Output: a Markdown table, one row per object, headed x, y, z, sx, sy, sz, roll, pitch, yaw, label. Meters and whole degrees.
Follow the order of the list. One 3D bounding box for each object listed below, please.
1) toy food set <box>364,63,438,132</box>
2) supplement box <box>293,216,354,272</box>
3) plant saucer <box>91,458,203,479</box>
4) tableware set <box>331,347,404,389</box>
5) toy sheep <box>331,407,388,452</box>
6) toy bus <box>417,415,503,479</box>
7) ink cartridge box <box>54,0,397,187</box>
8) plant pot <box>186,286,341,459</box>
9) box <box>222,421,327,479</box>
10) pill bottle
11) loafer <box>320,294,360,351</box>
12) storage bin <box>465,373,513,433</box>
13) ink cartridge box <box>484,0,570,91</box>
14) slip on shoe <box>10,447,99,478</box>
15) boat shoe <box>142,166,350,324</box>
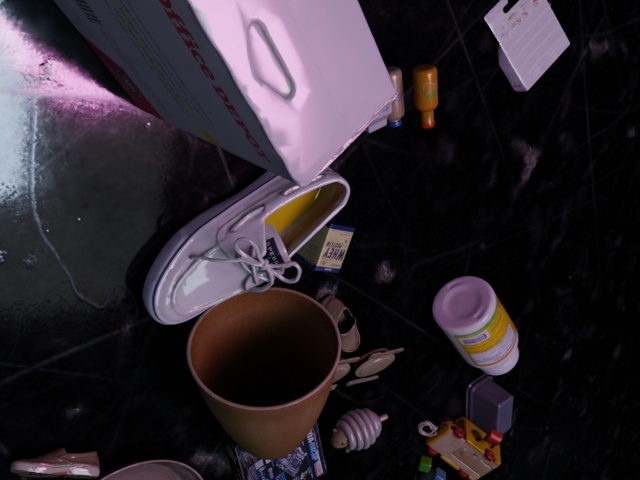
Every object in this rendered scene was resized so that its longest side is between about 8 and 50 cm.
| x | y | z | sx | sy | sz | roll | pitch | yaw | label |
| --- | --- | --- | --- | --- | --- | --- | --- | --- | --- |
| 0.082 | -0.207 | 1.213 | 0.232 | 0.111 | 0.104 | -30 | 127 | -30 | toy food set |
| 0.000 | 0.000 | 1.264 | 0.056 | 0.083 | 0.083 | 9 | 106 | -42 | supplement box |
| -0.331 | 0.491 | 1.245 | 0.311 | 0.050 | 0.310 | -18 | 121 | -34 | plant saucer |
| 0.056 | 0.241 | 1.451 | 0.194 | 0.039 | 0.128 | -6 | 146 | -33 | tableware set |
| 0.080 | 0.386 | 1.526 | 0.132 | 0.091 | 0.091 | -25 | 125 | -24 | toy sheep |
| 0.329 | 0.472 | 1.769 | 0.104 | 0.191 | 0.202 | -74 | 162 | -57 | toy bus |
| -0.134 | -0.249 | 0.812 | 0.160 | 0.385 | 0.279 | -46 | 134 | -14 | ink cartridge box |
| -0.085 | 0.247 | 1.237 | 0.237 | 0.237 | 0.254 | -31 | 142 | -26 | plant pot |
| -0.082 | 0.406 | 1.417 | 0.175 | 0.051 | 0.220 | -29 | 127 | -27 | box |
| 0.349 | 0.195 | 1.627 | 0.136 | 0.136 | 0.245 | -50 | 134 | -10 | pill bottle |
| 0.041 | 0.165 | 1.406 | 0.056 | 0.050 | 0.148 | -43 | 133 | -16 | loafer |
| 0.423 | 0.408 | 1.830 | 0.098 | 0.091 | 0.135 | -24 | 126 | -31 | storage bin |
| 0.391 | -0.403 | 1.449 | 0.145 | 0.045 | 0.179 | -47 | 115 | -12 | ink cartridge box |
| -0.395 | 0.332 | 1.119 | 0.135 | 0.051 | 0.041 | 16 | 60 | -36 | slip on shoe |
| -0.093 | 0.014 | 1.139 | 0.367 | 0.156 | 0.135 | -38 | 131 | -21 | boat shoe |
